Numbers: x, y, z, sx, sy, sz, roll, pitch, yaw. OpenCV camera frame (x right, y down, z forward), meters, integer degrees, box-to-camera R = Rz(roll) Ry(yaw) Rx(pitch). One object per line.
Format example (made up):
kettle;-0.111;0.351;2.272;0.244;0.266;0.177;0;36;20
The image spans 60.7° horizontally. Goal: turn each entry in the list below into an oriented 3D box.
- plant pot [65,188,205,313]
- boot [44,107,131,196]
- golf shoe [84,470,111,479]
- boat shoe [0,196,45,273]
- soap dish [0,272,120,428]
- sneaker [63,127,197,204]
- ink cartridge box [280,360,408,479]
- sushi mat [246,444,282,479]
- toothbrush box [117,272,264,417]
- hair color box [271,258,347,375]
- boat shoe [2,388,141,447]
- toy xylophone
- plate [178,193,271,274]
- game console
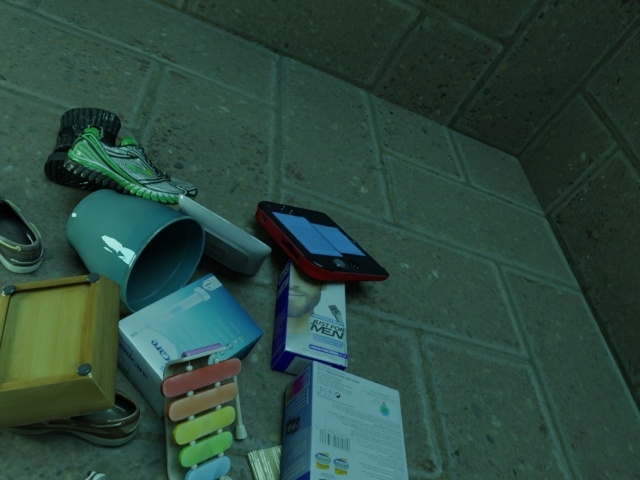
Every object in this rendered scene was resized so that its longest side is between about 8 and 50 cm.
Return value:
plant pot;-0.475;0.005;1.368;0.255;0.271;0.271;29;36;18
boot;-0.613;-0.257;1.622;0.348;0.131;0.260;17;42;-20
golf shoe;-0.465;0.509;1.005;0.086;0.067;0.186;18;34;26
boat shoe;-0.792;-0.061;1.321;0.324;0.096;0.116;43;40;11
soap dish;-0.514;0.198;1.052;0.229;0.118;0.291;-7;48;-10
sneaker;-0.486;-0.190;1.458;0.343;0.146;0.134;22;1;-27
ink cartridge box;0.054;0.512;1.266;0.270;0.151;0.395;24;36;-19
sushi mat;-0.049;0.611;1.218;0.151;0.019;0.316;0;50;-37
toothbrush box;-0.321;0.242;1.318;0.216;0.126;0.295;45;40;12
hair color box;-0.029;0.221;1.563;0.185;0.110;0.339;19;40;-17
boat shoe;-0.520;0.323;1.102;0.324;0.116;0.123;17;42;-21
toy xylophone;-0.237;0.373;1.171;0.236;0.081;0.322;-17;102;-50
plate;-0.283;0.004;1.508;0.277;0.278;0.045;32;67;-4
game console;0.000;0.000;1.742;0.342;0.060;0.386;3;32;-42
